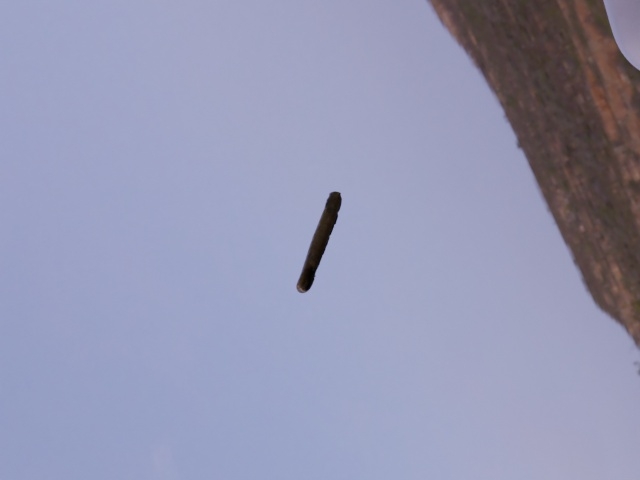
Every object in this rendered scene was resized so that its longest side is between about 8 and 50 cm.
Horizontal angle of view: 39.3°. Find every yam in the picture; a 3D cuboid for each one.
[{"bbox_3d":[0.000,0.000,0.699,0.014,0.014,0.107,51,-140,-30],"label":"yam"}]

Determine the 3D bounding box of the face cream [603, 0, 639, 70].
[{"bbox_3d":[0.249,-0.186,0.602,0.070,0.144,0.291,0,-108,-29],"label":"face cream"}]
